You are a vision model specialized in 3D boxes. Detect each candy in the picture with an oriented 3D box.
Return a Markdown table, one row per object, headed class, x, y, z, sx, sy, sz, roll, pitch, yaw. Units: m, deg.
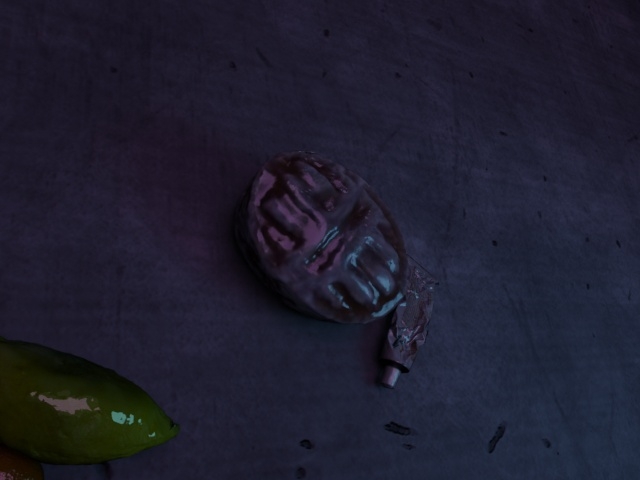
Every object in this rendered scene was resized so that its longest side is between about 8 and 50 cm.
| class | x | y | z | sx | sy | sz | roll | pitch | yaw |
| --- | --- | --- | --- | --- | --- | --- | --- | --- | --- |
| candy | 0.000 | 0.000 | 0.822 | 0.289 | 0.157 | 0.214 | 47 | 67 | -13 |

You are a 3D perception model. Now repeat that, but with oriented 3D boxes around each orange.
| class | x | y | z | sx | sy | sz | roll | pitch | yaw |
| --- | --- | --- | --- | --- | --- | --- | --- | --- | --- |
| orange | -0.330 | 0.251 | 0.555 | 0.085 | 0.085 | 0.085 | 13 | 62 | -26 |

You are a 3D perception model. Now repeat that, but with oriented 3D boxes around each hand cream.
| class | x | y | z | sx | sy | sz | roll | pitch | yaw |
| --- | --- | --- | --- | --- | --- | --- | --- | --- | --- |
| hand cream | 0.149 | 0.135 | 0.918 | 0.084 | 0.050 | 0.257 | 35 | 52 | -9 |

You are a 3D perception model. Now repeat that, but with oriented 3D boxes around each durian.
| class | x | y | z | sx | sy | sz | roll | pitch | yaw |
| --- | --- | --- | --- | --- | --- | --- | --- | --- | --- |
| durian | -0.273 | 0.175 | 0.588 | 0.250 | 0.139 | 0.101 | 25 | 99 | -10 |
